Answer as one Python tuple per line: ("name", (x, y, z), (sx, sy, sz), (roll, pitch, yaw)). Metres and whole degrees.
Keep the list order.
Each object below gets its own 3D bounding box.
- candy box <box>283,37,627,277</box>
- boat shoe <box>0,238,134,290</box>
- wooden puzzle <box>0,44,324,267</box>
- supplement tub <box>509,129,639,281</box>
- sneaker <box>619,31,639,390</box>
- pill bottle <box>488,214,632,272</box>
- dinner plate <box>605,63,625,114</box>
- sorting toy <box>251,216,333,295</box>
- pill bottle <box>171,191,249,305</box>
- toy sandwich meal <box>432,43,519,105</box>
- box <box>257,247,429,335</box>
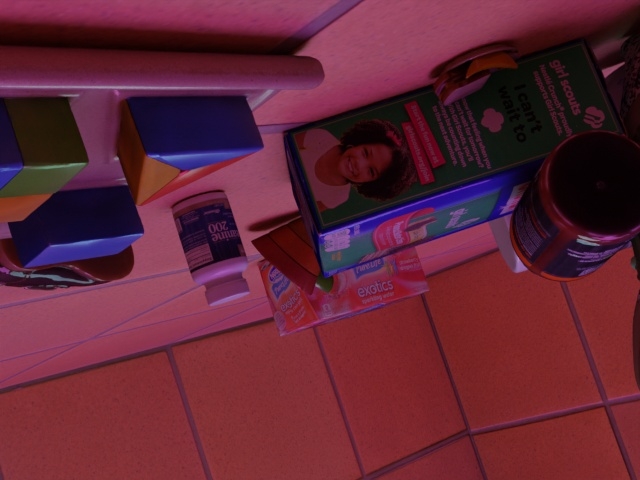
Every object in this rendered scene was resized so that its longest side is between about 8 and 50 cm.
("candy box", (0.132, -0.078, 1.040), (0.317, 0.122, 0.268), (-20, 170, -2))
("boat shoe", (-0.272, 0.013, 0.951), (0.073, 0.073, 0.207), (-20, 166, 23))
("wooden puzzle", (-0.207, -0.037, 0.682), (0.348, 0.080, 0.322), (-24, 171, 41))
("supplement tub", (0.240, -0.022, 0.906), (0.106, 0.106, 0.198), (-17, 164, -7))
("sneaker", (0.354, -0.041, 0.946), (0.158, 0.410, 0.182), (6, 179, -17))
("pill bottle", (0.423, -0.089, 1.373), (0.361, 0.204, 0.204), (-19, 173, 1))
("dinner plate", (0.358, -0.165, 1.057), (0.141, 0.141, 0.017), (-22, 128, 28))
("sorting toy", (0.000, 0.000, 1.535), (0.126, 0.127, 0.365), (-49, 172, 5))
("pill bottle", (-0.122, 0.010, 1.088), (0.067, 0.120, 0.067), (-18, 173, -2))
("toy sandwich meal", (0.145, -0.153, 0.881), (0.086, 0.029, 0.085), (-18, 173, -2))
("box", (0.048, 0.071, 1.859), (0.300, 0.154, 0.142), (-10, 169, -42))
